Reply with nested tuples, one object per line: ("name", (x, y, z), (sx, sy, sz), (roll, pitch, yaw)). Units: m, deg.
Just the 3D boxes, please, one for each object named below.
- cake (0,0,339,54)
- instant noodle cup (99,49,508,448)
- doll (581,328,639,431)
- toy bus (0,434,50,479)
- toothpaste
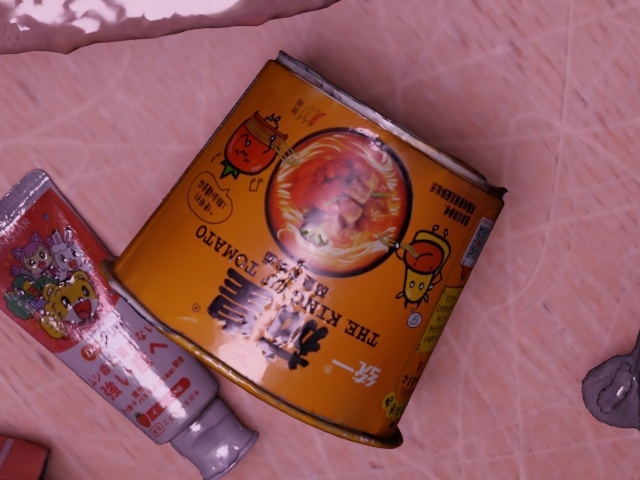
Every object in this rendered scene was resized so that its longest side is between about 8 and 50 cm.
("cake", (-0.134, -0.226, 0.801), (0.309, 0.237, 0.230), (-9, 103, 5))
("instant noodle cup", (0.000, 0.000, 0.889), (0.216, 0.216, 0.172), (30, 96, -8))
("doll", (0.354, 0.132, 0.925), (0.340, 0.158, 0.246), (35, 120, -2))
("toy bus", (-0.298, 0.280, 0.848), (0.233, 0.427, 0.203), (15, 115, -1))
("toothpaste", (-0.139, 0.064, 0.983), (0.089, 0.057, 0.234), (-44, 95, 0))
